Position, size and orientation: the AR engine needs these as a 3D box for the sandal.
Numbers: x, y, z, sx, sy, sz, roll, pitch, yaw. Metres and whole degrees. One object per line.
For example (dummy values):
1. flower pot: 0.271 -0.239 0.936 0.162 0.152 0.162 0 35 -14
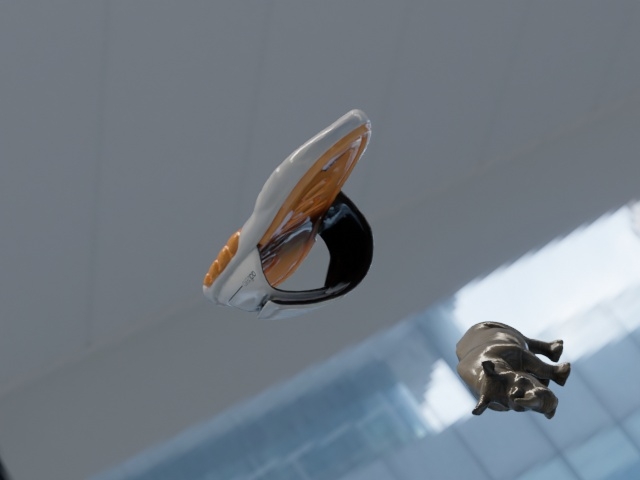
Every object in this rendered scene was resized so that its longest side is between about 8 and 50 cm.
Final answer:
1. sandal: -0.008 0.005 1.308 0.102 0.076 0.265 -36 -10 -23

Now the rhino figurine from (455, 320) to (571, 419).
1. rhino figurine: 0.184 0.132 1.924 0.243 0.106 0.073 -75 0 -80
